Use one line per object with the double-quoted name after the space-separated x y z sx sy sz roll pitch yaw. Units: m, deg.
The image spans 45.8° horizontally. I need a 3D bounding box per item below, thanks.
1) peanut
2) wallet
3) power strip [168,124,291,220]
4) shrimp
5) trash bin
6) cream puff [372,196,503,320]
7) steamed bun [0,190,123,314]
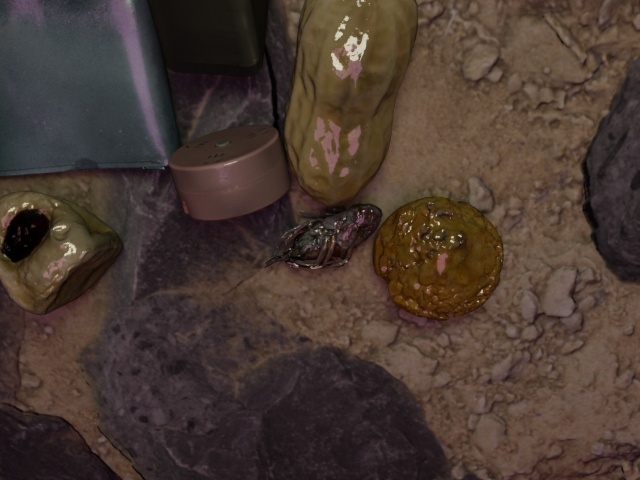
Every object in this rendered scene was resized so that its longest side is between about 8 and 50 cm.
0.032 -0.189 0.945 0.152 0.152 0.313 13 115 -4 "peanut"
-0.337 -0.207 0.992 0.290 0.054 0.251 -5 112 5 "wallet"
-0.115 -0.092 0.985 0.154 0.154 0.078 -12 115 6 "power strip"
0.000 0.000 1.069 0.190 0.075 0.073 -20 144 20 "shrimp"
-0.124 -0.307 0.815 0.122 0.240 0.164 3 74 0 "trash bin"
0.164 0.026 1.045 0.189 0.129 0.189 -1 115 -2 "cream puff"
-0.377 0.001 1.038 0.155 0.172 0.141 45 96 2 "steamed bun"
